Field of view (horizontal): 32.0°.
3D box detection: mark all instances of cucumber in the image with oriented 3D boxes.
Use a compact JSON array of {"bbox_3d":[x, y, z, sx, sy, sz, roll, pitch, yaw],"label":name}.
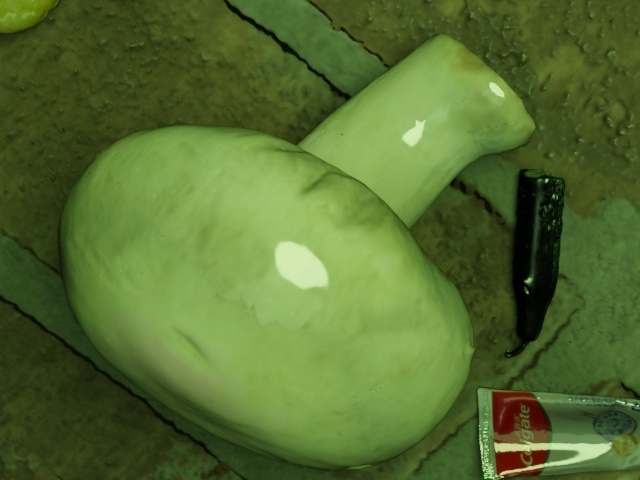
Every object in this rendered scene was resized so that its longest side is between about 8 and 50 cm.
[{"bbox_3d":[0.172,0.023,0.902,0.043,0.039,0.163,8,109,27],"label":"cucumber"}]

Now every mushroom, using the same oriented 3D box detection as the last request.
[{"bbox_3d":[-0.008,0.034,0.798,0.356,0.315,0.315,-11,107,10],"label":"mushroom"}]

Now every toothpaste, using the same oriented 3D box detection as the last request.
[{"bbox_3d":[0.283,0.164,0.933,0.301,0.048,0.075,-1,113,10],"label":"toothpaste"}]

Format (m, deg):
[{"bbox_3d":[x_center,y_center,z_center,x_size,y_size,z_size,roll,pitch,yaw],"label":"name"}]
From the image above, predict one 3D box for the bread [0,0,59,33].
[{"bbox_3d":[-0.248,-0.251,0.854,0.149,0.065,0.187,34,102,-18],"label":"bread"}]
